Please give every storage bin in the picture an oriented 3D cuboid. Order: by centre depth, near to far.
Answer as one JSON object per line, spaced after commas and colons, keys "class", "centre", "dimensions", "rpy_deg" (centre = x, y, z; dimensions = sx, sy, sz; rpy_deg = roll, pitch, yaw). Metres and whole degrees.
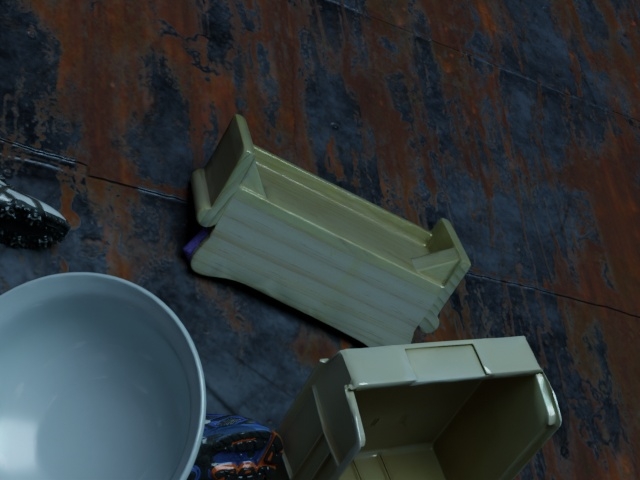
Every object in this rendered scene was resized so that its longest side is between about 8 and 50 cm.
{"class": "storage bin", "centre": [0.097, 0.229, 1.573], "dimensions": [0.262, 0.260, 0.123], "rpy_deg": [-2, 52, -28]}

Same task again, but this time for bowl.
{"class": "bowl", "centre": [-0.243, 0.193, 1.411], "dimensions": [0.298, 0.298, 0.134], "rpy_deg": [64, 1, 24]}

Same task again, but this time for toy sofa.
{"class": "toy sofa", "centre": [0.000, 0.000, 1.829], "dimensions": [0.362, 0.177, 0.150], "rpy_deg": [25, 19, -18]}

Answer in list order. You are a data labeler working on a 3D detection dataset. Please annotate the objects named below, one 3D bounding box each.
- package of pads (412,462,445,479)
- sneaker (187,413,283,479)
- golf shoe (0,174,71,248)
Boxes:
{"class": "package of pads", "centre": [0.149, 0.305, 1.743], "dimensions": [0.083, 0.032, 0.050], "rpy_deg": [5, 55, -34]}
{"class": "sneaker", "centre": [-0.157, 0.233, 1.542], "dimensions": [0.221, 0.083, 0.087], "rpy_deg": [5, 13, -23]}
{"class": "golf shoe", "centre": [-0.382, -0.055, 1.607], "dimensions": [0.198, 0.077, 0.094], "rpy_deg": [19, 45, -26]}
